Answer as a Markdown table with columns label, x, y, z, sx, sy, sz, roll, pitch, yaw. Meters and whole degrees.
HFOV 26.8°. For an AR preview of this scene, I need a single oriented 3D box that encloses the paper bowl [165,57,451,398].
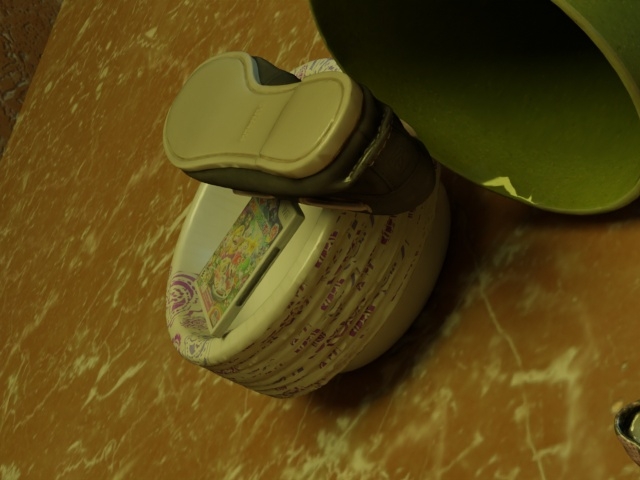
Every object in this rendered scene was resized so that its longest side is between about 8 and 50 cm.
| label | x | y | z | sx | sy | sz | roll | pitch | yaw |
| --- | --- | --- | --- | --- | --- | --- | --- | --- | --- |
| paper bowl | 0.000 | 0.000 | 1.154 | 0.284 | 0.148 | 0.284 | -41 | 33 | 34 |

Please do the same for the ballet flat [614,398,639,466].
| label | x | y | z | sx | sy | sz | roll | pitch | yaw |
| --- | --- | --- | --- | --- | --- | --- | --- | --- | --- |
| ballet flat | 0.243 | 0.093 | 0.704 | 0.221 | 0.079 | 0.077 | -24 | 43 | 51 |

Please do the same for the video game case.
| label | x | y | z | sx | sy | sz | roll | pitch | yaw |
| --- | --- | --- | --- | --- | --- | --- | --- | --- | --- |
| video game case | -0.059 | 0.009 | 1.074 | 0.122 | 0.011 | 0.087 | -54 | 27 | 15 |

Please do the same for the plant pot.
| label | x | y | z | sx | sy | sz | roll | pitch | yaw |
| --- | --- | --- | --- | --- | --- | --- | --- | --- | --- |
| plant pot | 0.186 | -0.216 | 0.953 | 0.293 | 0.275 | 0.275 | -52 | 22 | -20 |

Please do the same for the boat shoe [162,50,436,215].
| label | x | y | z | sx | sy | sz | roll | pitch | yaw |
| --- | --- | --- | --- | --- | --- | --- | --- | --- | --- |
| boat shoe | -0.028 | -0.073 | 1.023 | 0.112 | 0.095 | 0.335 | -58 | 26 | -5 |
